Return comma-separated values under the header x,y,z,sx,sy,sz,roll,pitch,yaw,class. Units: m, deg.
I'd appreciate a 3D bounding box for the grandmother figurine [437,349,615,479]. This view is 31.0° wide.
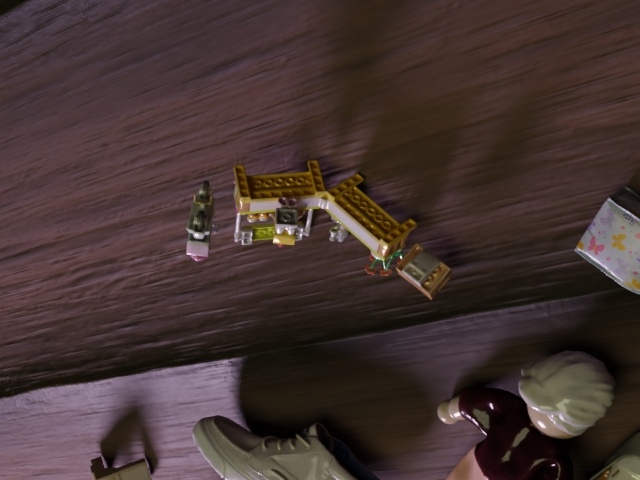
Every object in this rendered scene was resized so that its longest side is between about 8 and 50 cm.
x,y,z,sx,sy,sz,roll,pitch,yaw,class
0.200,0.243,1.240,0.208,0.104,0.342,47,129,23,grandmother figurine

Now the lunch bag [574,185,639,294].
x,y,z,sx,sy,sz,roll,pitch,yaw,class
0.295,0.003,1.082,0.083,0.053,0.071,40,127,23,lunch bag

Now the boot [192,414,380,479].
x,y,z,sx,sy,sz,roll,pitch,yaw,class
-0.035,0.268,1.424,0.258,0.095,0.123,36,106,19,boot

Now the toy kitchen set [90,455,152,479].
x,y,z,sx,sy,sz,roll,pitch,yaw,class
-0.282,0.346,1.652,0.083,0.075,0.068,-151,44,-71,toy kitchen set

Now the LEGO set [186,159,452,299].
x,y,z,sx,sy,sz,roll,pitch,yaw,class
0.000,0.000,1.245,0.287,0.132,0.107,13,140,2,LEGO set

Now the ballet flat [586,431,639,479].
x,y,z,sx,sy,sz,roll,pitch,yaw,class
0.306,0.270,1.199,0.072,0.068,0.213,44,129,7,ballet flat
